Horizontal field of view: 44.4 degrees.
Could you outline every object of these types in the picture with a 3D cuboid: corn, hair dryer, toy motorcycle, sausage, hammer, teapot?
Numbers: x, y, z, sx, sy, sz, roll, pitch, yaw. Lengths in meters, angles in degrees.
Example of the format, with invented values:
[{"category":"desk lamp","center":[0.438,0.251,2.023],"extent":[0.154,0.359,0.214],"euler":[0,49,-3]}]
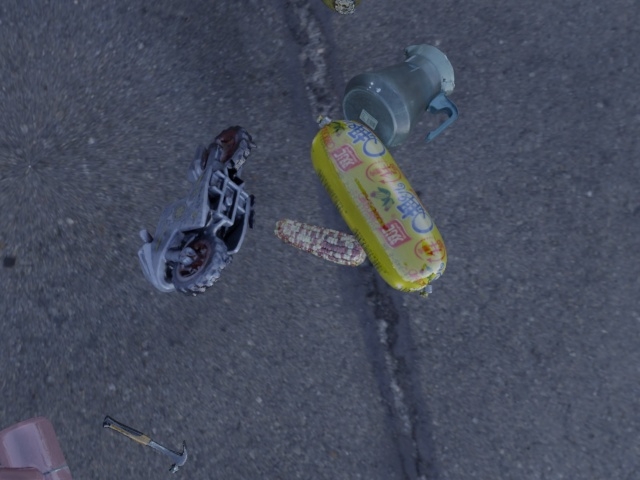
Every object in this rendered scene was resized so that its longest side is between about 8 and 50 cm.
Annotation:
[{"category":"corn","center":[0.000,0.000,1.909],"extent":[0.237,0.079,0.080],"euler":[20,88,12]},{"category":"hair dryer","center":[-0.609,0.460,1.568],"extent":[0.125,0.352,0.210],"euler":[-24,74,-6]},{"category":"toy motorcycle","center":[-0.129,-0.026,0.844],"extent":[0.080,0.122,0.215],"euler":[40,44,-37]},{"category":"sausage","center":[0.093,-0.062,1.282],"extent":[0.123,0.123,0.347],"euler":[-30,84,-15]},{"category":"hammer","center":[-0.373,0.426,1.679],"extent":[0.201,0.021,0.078],"euler":[33,105,-16]},{"category":"teapot","center":[0.181,-0.298,1.659],"extent":[0.203,0.171,0.225],"euler":[46,59,7]}]

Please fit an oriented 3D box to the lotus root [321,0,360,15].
[{"category":"lotus root","center":[0.025,-0.449,1.306],"extent":[0.089,0.080,0.179],"euler":[1,63,-32]}]
